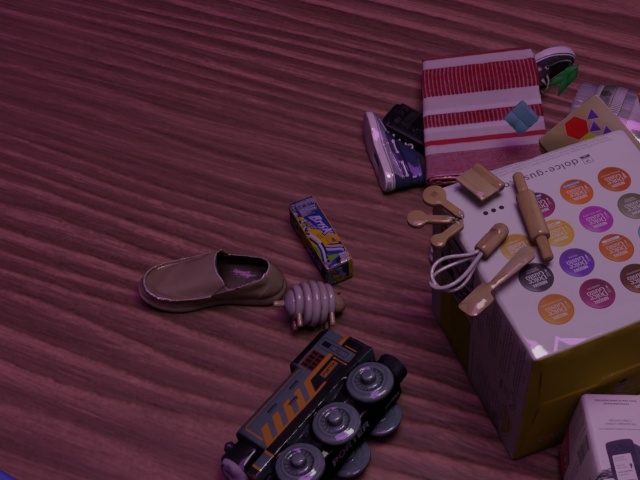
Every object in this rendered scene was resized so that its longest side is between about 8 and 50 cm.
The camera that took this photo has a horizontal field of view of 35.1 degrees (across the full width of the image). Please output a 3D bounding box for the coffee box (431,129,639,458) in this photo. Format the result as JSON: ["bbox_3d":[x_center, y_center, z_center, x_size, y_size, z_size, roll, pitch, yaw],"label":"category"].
[{"bbox_3d":[0.396,0.090,1.618,0.337,0.338,0.334,-19,54,-10],"label":"coffee box"}]

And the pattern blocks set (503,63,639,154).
[{"bbox_3d":[0.491,-0.151,1.775,0.325,0.285,0.026,54,34,-7],"label":"pattern blocks set"}]

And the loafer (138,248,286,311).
[{"bbox_3d":[-0.197,0.063,1.818,0.268,0.092,0.102,-4,53,-1],"label":"loafer"}]

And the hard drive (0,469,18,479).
[{"bbox_3d":[-0.455,0.497,1.534,0.318,0.040,0.210,24,58,19],"label":"hard drive"}]

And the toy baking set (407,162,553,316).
[{"bbox_3d":[0.237,-0.003,1.475,0.196,0.030,0.256,-16,54,-2],"label":"toy baking set"}]

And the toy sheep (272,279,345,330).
[{"bbox_3d":[-0.019,0.113,1.780,0.132,0.091,0.091,1,51,-20],"label":"toy sheep"}]

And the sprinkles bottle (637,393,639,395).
[{"bbox_3d":[0.570,0.397,1.517,0.121,0.121,0.355,-13,54,-8],"label":"sprinkles bottle"}]

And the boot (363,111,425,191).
[{"bbox_3d":[0.145,-0.179,2.012,0.086,0.069,0.190,-8,61,-12],"label":"boot"}]

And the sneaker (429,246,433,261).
[{"bbox_3d":[0.273,-0.046,1.880,0.081,0.094,0.208,21,55,19],"label":"sneaker"}]

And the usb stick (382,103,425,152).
[{"bbox_3d":[0.250,-0.191,2.023,0.278,0.045,0.077,32,67,23],"label":"usb stick"}]

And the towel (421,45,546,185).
[{"bbox_3d":[0.321,-0.249,2.002,0.237,0.037,0.329,-4,53,9],"label":"towel"}]

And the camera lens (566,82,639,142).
[{"bbox_3d":[0.588,-0.160,1.874,0.274,0.219,0.219,19,56,16],"label":"camera lens"}]

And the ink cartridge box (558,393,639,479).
[{"bbox_3d":[0.430,0.371,1.481,0.100,0.172,0.237,2,47,-2],"label":"ink cartridge box"}]

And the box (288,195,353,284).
[{"bbox_3d":[0.000,0.000,1.879,0.054,0.059,0.169,-22,55,-13],"label":"box"}]

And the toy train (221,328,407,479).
[{"bbox_3d":[-0.008,0.292,1.620,0.190,0.142,0.334,25,59,34],"label":"toy train"}]

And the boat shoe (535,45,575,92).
[{"bbox_3d":[0.440,-0.332,2.107,0.219,0.078,0.070,-24,54,-5],"label":"boat shoe"}]
